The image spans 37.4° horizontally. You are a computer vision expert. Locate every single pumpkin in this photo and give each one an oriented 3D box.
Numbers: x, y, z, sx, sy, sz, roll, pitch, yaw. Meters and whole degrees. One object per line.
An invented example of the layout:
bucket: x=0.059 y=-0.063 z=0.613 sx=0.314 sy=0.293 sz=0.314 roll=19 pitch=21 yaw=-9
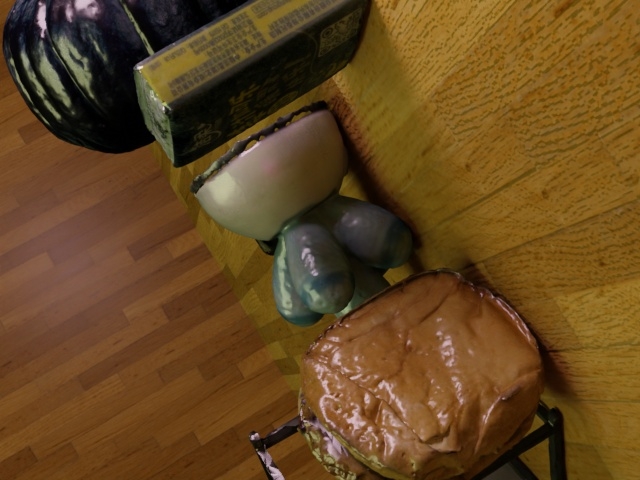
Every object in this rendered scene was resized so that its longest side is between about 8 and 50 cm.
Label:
pumpkin: x=-0.249 y=-0.281 z=1.303 sx=0.266 sy=0.363 sz=0.363 roll=65 pitch=167 yaw=-22

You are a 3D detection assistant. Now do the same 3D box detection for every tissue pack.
tissue pack: x=-0.075 y=-0.194 z=1.054 sx=0.081 sy=0.257 sz=0.185 roll=55 pitch=167 yaw=9

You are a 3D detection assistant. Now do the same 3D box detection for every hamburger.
hamburger: x=0.109 y=0.171 z=1.107 sx=0.259 sy=0.283 sz=0.144 roll=56 pitch=159 yaw=36

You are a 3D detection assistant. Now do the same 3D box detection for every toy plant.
toy plant: x=0.000 y=0.000 z=1.320 sx=0.332 sy=0.247 sz=0.247 roll=56 pitch=167 yaw=0

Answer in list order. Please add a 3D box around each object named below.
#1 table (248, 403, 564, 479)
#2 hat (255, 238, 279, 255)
table: x=0.127 y=0.320 z=1.264 sx=0.222 sy=0.335 sz=0.272 roll=48 pitch=162 yaw=42
hat: x=-0.068 y=-0.045 z=1.677 sx=0.265 sy=0.128 sz=0.265 roll=59 pitch=169 yaw=19
